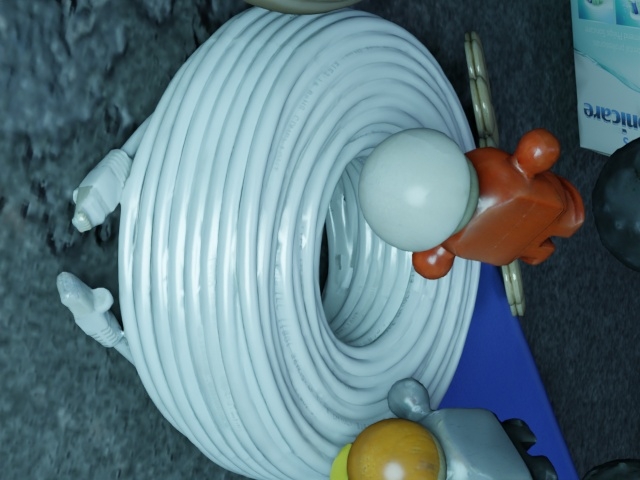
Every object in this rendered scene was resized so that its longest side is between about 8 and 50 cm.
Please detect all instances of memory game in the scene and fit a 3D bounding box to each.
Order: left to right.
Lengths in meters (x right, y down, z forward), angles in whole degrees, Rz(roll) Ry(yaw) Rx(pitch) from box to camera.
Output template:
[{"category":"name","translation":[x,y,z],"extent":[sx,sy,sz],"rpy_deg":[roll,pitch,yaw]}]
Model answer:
[{"category":"memory game","translation":[0.112,-0.043,0.893],"extent":[0.186,0.012,0.186],"rpy_deg":[-10,90,-81]}]

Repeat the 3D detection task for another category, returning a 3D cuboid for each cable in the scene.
[{"category":"cable","translation":[0.000,0.000,0.737],"extent":[0.257,0.089,0.257],"rpy_deg":[-62,140,-30]}]

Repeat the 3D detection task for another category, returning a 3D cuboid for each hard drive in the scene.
[{"category":"hard drive","translation":[0.103,0.174,0.957],"extent":[0.210,0.040,0.319],"rpy_deg":[-58,138,-34]}]

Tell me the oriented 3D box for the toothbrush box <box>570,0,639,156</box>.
[{"category":"toothbrush box","translation":[0.309,-0.221,1.061],"extent":[0.216,0.126,0.295],"rpy_deg":[-16,108,-21]}]

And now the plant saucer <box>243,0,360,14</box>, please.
[{"category":"plant saucer","translation":[0.002,-0.224,0.516],"extent":[0.278,0.041,0.278],"rpy_deg":[-9,101,-55]}]

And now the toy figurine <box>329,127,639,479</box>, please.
[{"category":"toy figurine","translation":[0.114,0.051,0.651],"extent":[0.148,0.213,0.209],"rpy_deg":[10,89,-48]}]
